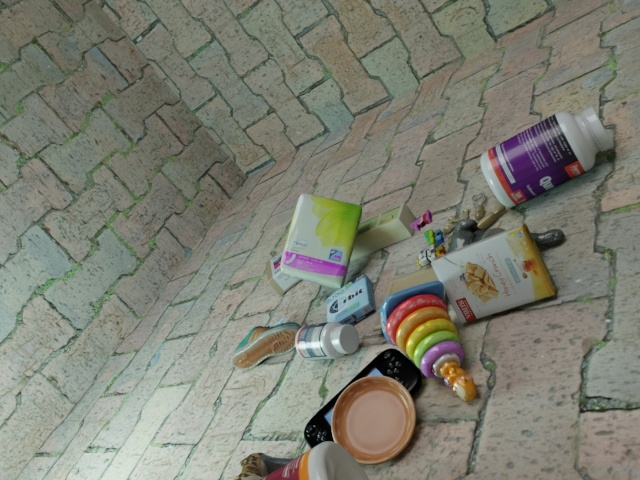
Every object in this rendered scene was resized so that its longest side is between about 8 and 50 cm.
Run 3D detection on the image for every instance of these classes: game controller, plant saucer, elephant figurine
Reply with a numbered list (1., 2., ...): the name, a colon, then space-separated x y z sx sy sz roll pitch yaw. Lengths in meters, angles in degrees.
1. game controller: 0.101 0.399 1.391 0.319 0.067 0.166 -43 21 -6
2. plant saucer: 0.121 0.404 1.301 0.200 0.037 0.200 -15 51 19
3. elephant figurine: 0.450 0.028 1.450 0.239 0.169 0.186 11 81 44

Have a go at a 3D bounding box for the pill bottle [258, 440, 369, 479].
1. pill bottle: -0.090 0.583 1.127 0.392 0.224 0.224 -35 22 13

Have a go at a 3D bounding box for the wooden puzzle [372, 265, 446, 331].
1. wooden puzzle: 0.268 0.158 1.632 0.221 0.044 0.239 -24 22 37

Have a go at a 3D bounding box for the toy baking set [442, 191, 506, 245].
1. toy baking set: 0.474 -0.083 1.770 0.256 0.030 0.197 -38 21 4

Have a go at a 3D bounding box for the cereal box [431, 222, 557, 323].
1. cereal box: 0.405 0.082 1.366 0.240 0.173 0.047 -26 2 33

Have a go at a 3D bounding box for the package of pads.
1. package of pads: 0.000 0.000 1.987 0.101 0.229 0.296 64 -139 -76

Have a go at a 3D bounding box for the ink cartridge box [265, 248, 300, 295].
1. ink cartridge box: -0.102 0.087 2.312 0.234 0.088 0.193 -37 20 6

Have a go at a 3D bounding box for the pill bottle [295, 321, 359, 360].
1. pill bottle: 0.022 0.291 1.676 0.180 0.108 0.108 -16 32 45

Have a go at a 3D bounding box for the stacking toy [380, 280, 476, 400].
1. stacking toy: 0.267 0.251 1.324 0.165 0.175 0.302 -18 38 -9

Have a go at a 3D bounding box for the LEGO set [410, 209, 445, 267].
1. LEGO set: 0.321 0.022 1.753 0.093 0.087 0.227 -33 29 26

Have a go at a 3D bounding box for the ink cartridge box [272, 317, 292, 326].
1. ink cartridge box: -0.127 0.297 2.017 0.048 0.028 0.083 -51 24 -25

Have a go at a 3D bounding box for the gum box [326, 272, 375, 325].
1. gum box: 0.093 0.200 1.828 0.157 0.041 0.184 -34 21 16

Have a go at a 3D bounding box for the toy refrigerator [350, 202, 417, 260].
1. toy refrigerator: 0.196 -0.032 2.042 0.269 0.094 0.102 -23 27 36

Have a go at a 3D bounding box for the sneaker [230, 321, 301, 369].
1. sneaker: -0.178 0.325 1.938 0.302 0.108 0.121 -29 28 29

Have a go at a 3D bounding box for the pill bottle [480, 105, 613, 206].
1. pill bottle: 0.626 -0.236 1.614 0.323 0.181 0.181 -28 24 28

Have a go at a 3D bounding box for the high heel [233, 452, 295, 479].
1. high heel: -0.194 0.586 1.378 0.186 0.093 0.261 -15 -2 39
